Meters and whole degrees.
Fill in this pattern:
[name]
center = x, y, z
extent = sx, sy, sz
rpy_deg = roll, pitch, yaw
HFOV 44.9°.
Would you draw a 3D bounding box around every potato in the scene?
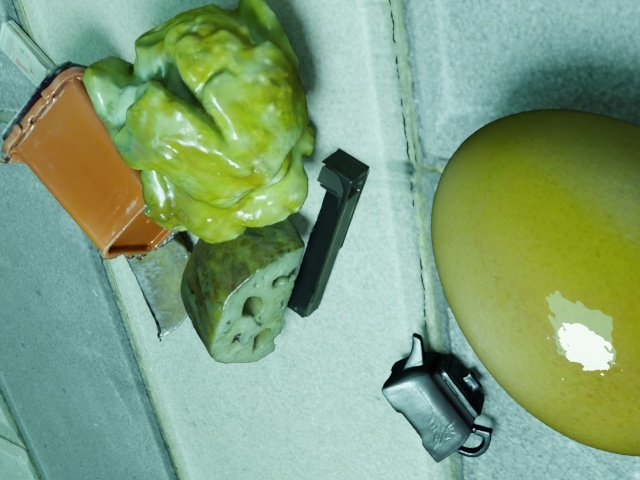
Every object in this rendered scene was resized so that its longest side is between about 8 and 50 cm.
[potato]
center = -0.251, 0.026, 1.216
extent = 0.261, 0.100, 0.120
rpy_deg = 78, 172, -45

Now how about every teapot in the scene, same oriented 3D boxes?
[teapot]
center = 0.157, 0.195, 0.974
extent = 0.096, 0.087, 0.177
rpy_deg = -36, 93, 25

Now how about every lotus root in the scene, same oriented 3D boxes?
[lotus root]
center = -0.108, 0.063, 1.043
extent = 0.119, 0.138, 0.234
rpy_deg = 49, 136, 30

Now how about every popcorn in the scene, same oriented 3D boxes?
[popcorn]
center = -0.118, -0.126, 0.875
extent = 0.276, 0.226, 0.276
rpy_deg = 157, 90, -88

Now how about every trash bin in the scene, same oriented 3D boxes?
[trash bin]
center = -0.294, -0.093, 1.035
extent = 0.184, 0.161, 0.238
rpy_deg = -41, 76, 20

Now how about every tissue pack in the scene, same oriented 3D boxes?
[tissue pack]
center = -0.453, -0.283, 1.197
extent = 0.108, 0.023, 0.056
rpy_deg = 48, 138, 3

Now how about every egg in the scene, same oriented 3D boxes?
[egg]
center = 0.235, 0.029, 0.661
extent = 0.322, 0.250, 0.250
rpy_deg = 49, 139, 17

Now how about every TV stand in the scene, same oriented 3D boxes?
[TV stand]
center = 0.000, 0.000, 0.994
extent = 0.049, 0.040, 0.256
rpy_deg = 35, 136, 17
